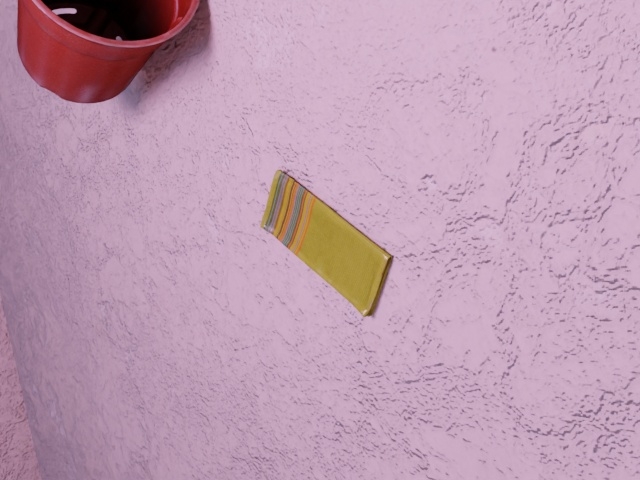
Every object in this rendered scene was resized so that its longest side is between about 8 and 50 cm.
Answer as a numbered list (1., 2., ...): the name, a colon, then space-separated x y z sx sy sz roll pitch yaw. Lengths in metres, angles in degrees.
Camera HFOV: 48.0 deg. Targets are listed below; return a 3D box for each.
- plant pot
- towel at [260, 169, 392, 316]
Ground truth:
1. plant pot: -0.362 -0.362 1.141 0.265 0.272 0.272 -32 77 57
2. towel: 0.000 0.000 0.991 0.237 0.021 0.102 40 130 35
